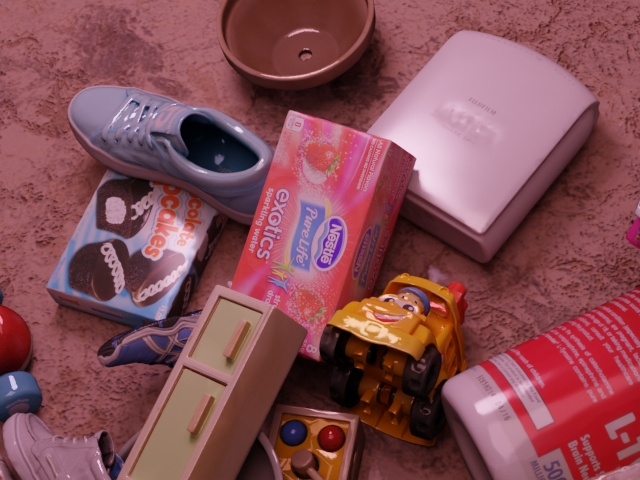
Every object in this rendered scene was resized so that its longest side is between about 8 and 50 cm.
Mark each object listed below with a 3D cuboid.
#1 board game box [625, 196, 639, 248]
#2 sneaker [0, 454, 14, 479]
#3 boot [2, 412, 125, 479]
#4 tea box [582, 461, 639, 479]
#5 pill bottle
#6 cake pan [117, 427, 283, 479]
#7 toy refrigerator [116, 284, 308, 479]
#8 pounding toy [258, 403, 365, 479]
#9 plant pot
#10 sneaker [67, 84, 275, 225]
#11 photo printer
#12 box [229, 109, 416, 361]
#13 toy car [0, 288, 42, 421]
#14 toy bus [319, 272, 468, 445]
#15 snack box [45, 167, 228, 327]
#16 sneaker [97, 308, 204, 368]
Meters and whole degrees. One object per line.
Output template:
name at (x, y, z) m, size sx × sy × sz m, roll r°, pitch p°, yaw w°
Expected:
board game box at (0.568, -0.001, 1.716) m, size 0.390 × 0.050 × 0.390 m, roll 29°, pitch 31°, yaw 5°
sneaker at (-0.412, 0.341, 1.828) m, size 0.290 × 0.106 × 0.123 m, roll 20°, pitch 68°, yaw 21°
boot at (-0.312, 0.283, 1.818) m, size 0.123 × 0.095 × 0.258 m, roll -45°, pitch 48°, yaw 7°
tea box at (0.450, 0.355, 1.532) m, size 0.329 × 0.323 × 0.220 m, roll -18°, pitch 64°, yaw 3°
pill bottle at (0.370, 0.188, 1.712) m, size 0.408 × 0.229 × 0.229 m, roll -25°, pitch 59°, yaw -5°
cake pan at (-0.160, 0.349, 1.763) m, size 0.293 × 0.054 × 0.293 m, roll -15°, pitch 57°, yaw 25°
toy refrigerator at (-0.132, 0.198, 1.728) m, size 0.102 × 0.094 × 0.269 m, roll 19°, pitch 77°, yaw 38°
pounding toy at (-0.005, 0.286, 1.794) m, size 0.130 × 0.100 × 0.141 m, roll 6°, pitch 62°, yaw 13°
plant pot at (-0.031, -0.306, 2.134) m, size 0.237 × 0.110 × 0.237 m, roll -4°, pitch 59°, yaw 7°
sneaker at (-0.201, -0.153, 1.980) m, size 0.366 × 0.150 × 0.135 m, roll 22°, pitch 65°, yaw 17°
photo printer at (0.223, -0.147, 2.001) m, size 0.256 × 0.107 × 0.307 m, roll 33°, pitch 71°, yaw 25°
box at (0.000, 0.000, 1.874) m, size 0.154 × 0.142 × 0.300 m, roll 19°, pitch 90°, yaw 18°
toy car at (-0.511, 0.125, 1.893) m, size 0.210 × 0.238 × 0.219 m, roll -25°, pitch 59°, yaw -5°
toy bus at (0.117, 0.120, 1.808) m, size 0.149 × 0.220 × 0.211 m, roll 21°, pitch 60°, yaw 25°
snack box at (-0.236, -0.032, 2.039) m, size 0.187 × 0.060 × 0.322 m, roll 15°, pitch 64°, yaw 16°
sneaker at (-0.191, 0.140, 1.888) m, size 0.211 × 0.080 × 0.081 m, roll -12°, pitch 89°, yaw -25°
